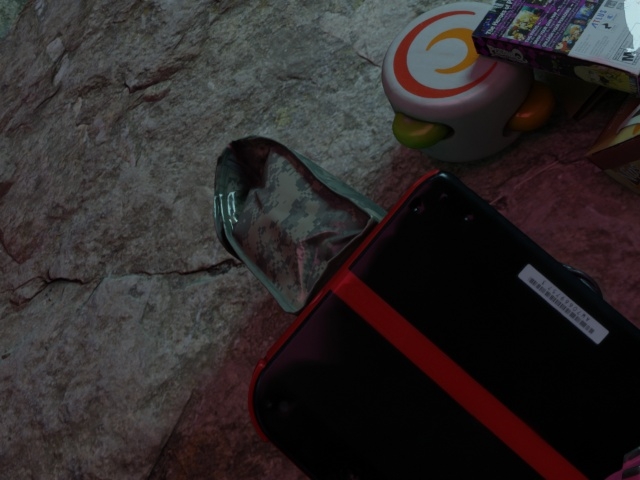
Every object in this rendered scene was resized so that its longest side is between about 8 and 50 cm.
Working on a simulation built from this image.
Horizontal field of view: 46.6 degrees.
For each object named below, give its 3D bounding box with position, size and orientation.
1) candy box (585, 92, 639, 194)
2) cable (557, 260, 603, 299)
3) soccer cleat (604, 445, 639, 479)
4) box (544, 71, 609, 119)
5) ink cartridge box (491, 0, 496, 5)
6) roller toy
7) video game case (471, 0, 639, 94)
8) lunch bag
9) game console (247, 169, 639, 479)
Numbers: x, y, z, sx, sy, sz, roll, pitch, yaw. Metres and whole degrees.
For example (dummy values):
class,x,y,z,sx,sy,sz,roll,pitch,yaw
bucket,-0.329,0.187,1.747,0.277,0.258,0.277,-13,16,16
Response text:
class,x,y,z,sx,sy,sz,roll,pitch,yaw
candy box,0.437,-0.207,0.801,0.088,0.183,0.316,34,88,1
cable,0.242,0.108,0.870,0.151,0.047,0.184,38,88,37
soccer cleat,0.415,0.206,0.623,0.331,0.116,0.143,-25,79,16
box,0.343,-0.284,0.970,0.164,0.021,0.201,-57,38,43
ink cartridge box,0.264,-0.316,1.079,0.028,0.048,0.083,8,70,39
roller toy,0.193,-0.210,1.007,0.209,0.146,0.191,-20,57,14
video game case,0.328,-0.292,0.875,0.210,0.042,0.232,26,74,35
lunch bag,0.000,0.000,0.968,0.169,0.235,0.287,-51,48,5
game console,0.152,0.169,0.763,0.386,0.060,0.342,41,89,7
